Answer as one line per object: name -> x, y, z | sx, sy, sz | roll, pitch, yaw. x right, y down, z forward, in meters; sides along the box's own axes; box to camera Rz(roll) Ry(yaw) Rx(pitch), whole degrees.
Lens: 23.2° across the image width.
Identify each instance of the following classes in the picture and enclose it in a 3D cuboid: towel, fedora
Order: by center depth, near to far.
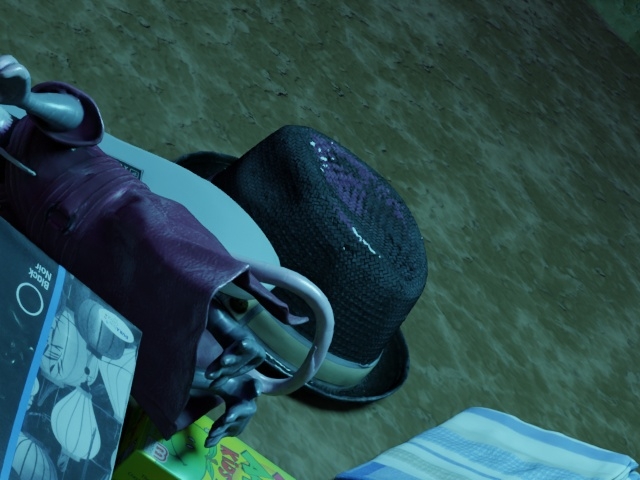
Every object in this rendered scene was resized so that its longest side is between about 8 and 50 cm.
towel -> 0.171, 0.229, 1.535 | 0.209, 0.034, 0.285 | 17, 16, 30
fedora -> 0.000, 0.000, 1.604 | 0.334, 0.152, 0.334 | 33, 29, -22

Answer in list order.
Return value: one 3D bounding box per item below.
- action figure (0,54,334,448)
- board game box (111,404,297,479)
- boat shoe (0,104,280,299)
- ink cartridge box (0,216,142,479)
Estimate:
action figure -> -0.169, -0.021, 1.266 | 0.370, 0.248, 0.275 | 44, 33, 18
board game box -> -0.085, 0.210, 1.320 | 0.181, 0.043, 0.092 | 37, 28, -14
boat shoe -> -0.186, -0.016, 1.429 | 0.306, 0.105, 0.113 | 26, 36, -20
ink cartridge box -> -0.210, 0.145, 0.972 | 0.165, 0.065, 0.333 | 44, 35, -33
